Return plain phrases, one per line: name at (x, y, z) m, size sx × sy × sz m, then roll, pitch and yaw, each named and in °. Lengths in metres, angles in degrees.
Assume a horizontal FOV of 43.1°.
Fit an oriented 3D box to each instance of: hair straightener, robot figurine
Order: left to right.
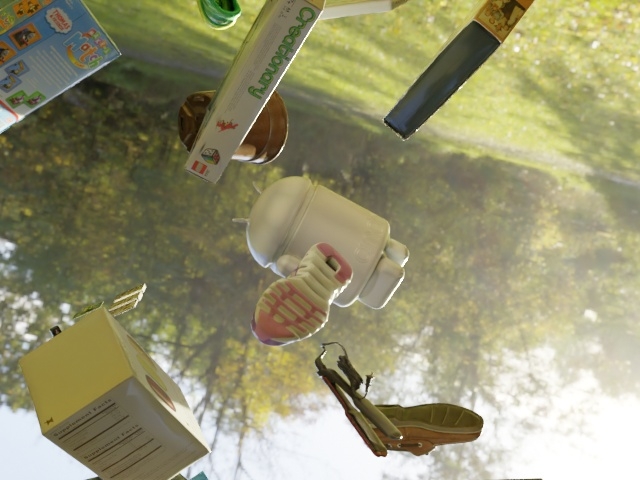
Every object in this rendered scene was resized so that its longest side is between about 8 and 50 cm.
robot figurine at (0.000, 0.000, 1.640) m, size 0.353 × 0.200 × 0.300 m, roll 27°, pitch -149°, yaw -5°
hair straightener at (0.065, 0.249, 1.363) m, size 0.047 × 0.089 × 0.230 m, roll 17°, pitch -153°, yaw -46°

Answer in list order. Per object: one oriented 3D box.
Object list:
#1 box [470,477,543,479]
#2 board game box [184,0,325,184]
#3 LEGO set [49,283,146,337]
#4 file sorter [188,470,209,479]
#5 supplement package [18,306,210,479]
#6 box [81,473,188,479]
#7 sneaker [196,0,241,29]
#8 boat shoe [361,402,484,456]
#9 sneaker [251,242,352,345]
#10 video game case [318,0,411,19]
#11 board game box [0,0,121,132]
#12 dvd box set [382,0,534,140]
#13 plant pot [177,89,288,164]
box at (0.276, 0.638, 1.595) m, size 0.343 × 0.313 × 0.179 m, roll -3°, pitch -143°, yaw 4°
board game box at (-0.080, -0.241, 1.074) m, size 0.053 × 0.305 × 0.193 m, roll 27°, pitch -140°, yaw -14°
LEGO set at (-0.521, 0.190, 1.881) m, size 0.244 × 0.060 × 0.182 m, roll -23°, pitch -166°, yaw 0°
file sorter at (-0.280, 0.630, 1.814) m, size 0.170 × 0.104 × 0.118 m, roll 56°, pitch -163°, yaw 9°
supplement package at (-0.277, 0.230, 1.116) m, size 0.139 × 0.133 × 0.244 m, roll 52°, pitch 173°, yaw 40°
box at (-0.353, 0.512, 1.562) m, size 0.232 × 0.059 × 0.183 m, roll -3°, pitch -159°, yaw -43°
sneaker at (-0.263, -0.643, 1.889) m, size 0.109 × 0.296 × 0.123 m, roll -40°, pitch -157°, yaw -31°
boat shoe at (0.247, 0.463, 1.970) m, size 0.307 × 0.105 × 0.110 m, roll 0°, pitch -163°, yaw 23°
sneaker at (-0.038, 0.098, 1.226) m, size 0.095 × 0.104 × 0.236 m, roll 46°, pitch -145°, yaw 0°
video game case at (0.051, -0.359, 1.247) m, size 0.157 × 0.019 × 0.143 m, roll -2°, pitch -160°, yaw 20°
board game box at (-0.384, -0.236, 1.055) m, size 0.039 × 0.211 × 0.160 m, roll 57°, pitch 178°, yaw 19°
dvd box set at (0.288, -0.380, 1.362) m, size 0.062 × 0.420 × 0.307 m, roll 40°, pitch 150°, yaw -3°
plant pot at (-0.179, -0.227, 1.592) m, size 0.167 × 0.167 × 0.165 m, roll 17°, pitch -161°, yaw 36°
